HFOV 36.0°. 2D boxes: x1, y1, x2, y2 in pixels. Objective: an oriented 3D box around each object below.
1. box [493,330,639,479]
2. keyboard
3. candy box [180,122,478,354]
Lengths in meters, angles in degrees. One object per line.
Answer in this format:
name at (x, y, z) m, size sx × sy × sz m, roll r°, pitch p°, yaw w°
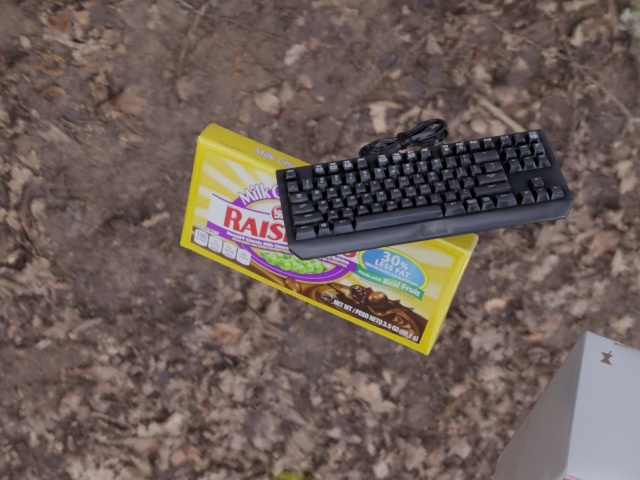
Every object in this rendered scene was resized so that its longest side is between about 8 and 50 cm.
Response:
box at (0.176, 0.149, 0.561) m, size 0.170 × 0.130 × 0.091 m, roll 102°, pitch 8°, yaw -53°
keyboard at (0.062, -0.043, 0.641) m, size 0.180 × 0.108 × 0.023 m, roll -9°, pitch 134°, yaw -3°
candy box at (0.000, 0.000, 0.706) m, size 0.027 × 0.206 × 0.105 m, roll -55°, pitch 165°, yaw -52°
